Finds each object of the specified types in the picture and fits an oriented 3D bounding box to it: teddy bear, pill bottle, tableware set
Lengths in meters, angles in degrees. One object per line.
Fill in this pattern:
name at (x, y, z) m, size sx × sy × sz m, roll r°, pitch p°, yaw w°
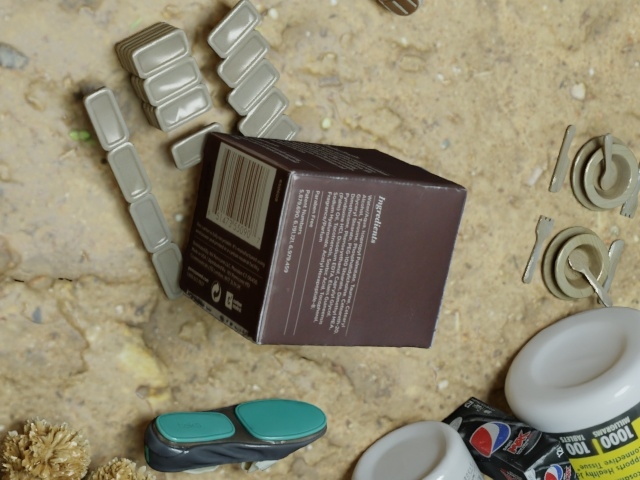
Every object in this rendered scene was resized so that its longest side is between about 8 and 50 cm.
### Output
teddy bear at (-0.285, 0.336, 1.378) m, size 0.338 × 0.113 × 0.245 m, roll -44°, pitch 114°, yaw -13°
pill bottle at (0.355, 0.255, 1.644) m, size 0.188 × 0.188 × 0.334 m, roll -37°, pitch 114°, yaw -16°
tableware set at (0.313, -0.022, 1.648) m, size 0.128 × 0.039 × 0.194 m, roll 15°, pitch 94°, yaw -29°
pill bottle at (0.138, 0.320, 1.579) m, size 0.131 × 0.131 × 0.229 m, roll -37°, pitch 115°, yaw -16°

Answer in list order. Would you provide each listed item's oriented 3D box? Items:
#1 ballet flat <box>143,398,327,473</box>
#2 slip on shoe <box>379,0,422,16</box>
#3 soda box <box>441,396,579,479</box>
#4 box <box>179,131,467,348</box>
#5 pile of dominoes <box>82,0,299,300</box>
ballet flat at (-0.090, 0.204, 1.480) m, size 0.203 × 0.074 × 0.074 m, roll -1°, pitch 101°, yaw -33°
slip on shoe at (0.053, -0.283, 1.461) m, size 0.135 × 0.051 × 0.041 m, roll 38°, pitch 43°, yaw -20°
soda box at (0.201, 0.226, 1.569) m, size 0.053 × 0.169 × 0.060 m, roll -38°, pitch 115°, yaw -16°
box at (0.000, 0.000, 1.405) m, size 0.203 × 0.168 × 0.167 m, roll 4°, pitch 103°, yaw -32°
pile of dominoes at (-0.117, -0.093, 1.428) m, size 0.196 × 0.040 × 0.251 m, roll -31°, pitch 121°, yaw -20°
